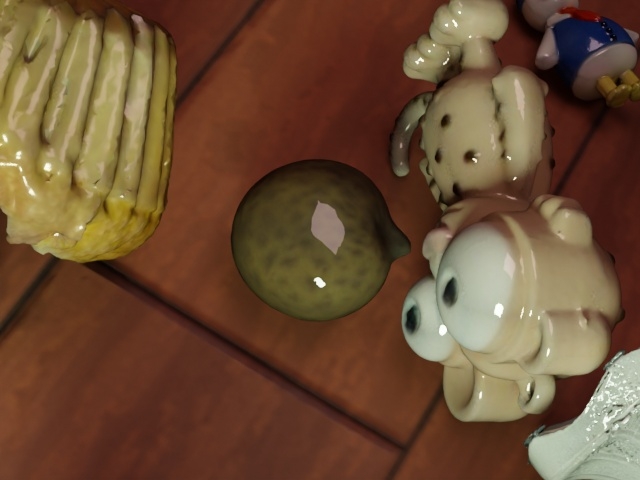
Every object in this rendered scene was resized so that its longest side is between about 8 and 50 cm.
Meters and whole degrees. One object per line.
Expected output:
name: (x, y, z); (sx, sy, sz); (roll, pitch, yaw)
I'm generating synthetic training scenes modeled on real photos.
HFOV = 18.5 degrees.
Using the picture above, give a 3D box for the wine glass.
wine glass: (0.242, 0.140, 1.173); (0.196, 0.165, 0.165); (46, 52, 8)

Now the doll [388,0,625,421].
doll: (0.106, -0.019, 1.239); (0.119, 0.154, 0.278); (3, 52, -24)

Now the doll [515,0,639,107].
doll: (0.186, -0.152, 1.436); (0.098, 0.058, 0.143); (-13, 54, -32)

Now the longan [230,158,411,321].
longan: (0.000, 0.000, 1.221); (0.113, 0.092, 0.113); (-3, 47, 3)

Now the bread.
bread: (-0.192, -0.102, 1.140); (0.274, 0.149, 0.274); (33, 6, -4)
